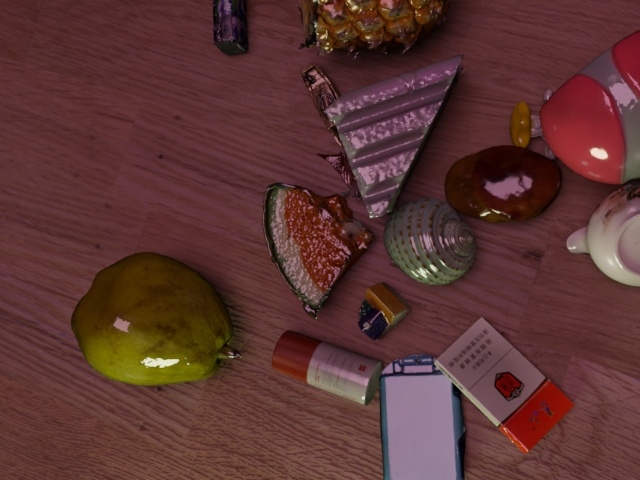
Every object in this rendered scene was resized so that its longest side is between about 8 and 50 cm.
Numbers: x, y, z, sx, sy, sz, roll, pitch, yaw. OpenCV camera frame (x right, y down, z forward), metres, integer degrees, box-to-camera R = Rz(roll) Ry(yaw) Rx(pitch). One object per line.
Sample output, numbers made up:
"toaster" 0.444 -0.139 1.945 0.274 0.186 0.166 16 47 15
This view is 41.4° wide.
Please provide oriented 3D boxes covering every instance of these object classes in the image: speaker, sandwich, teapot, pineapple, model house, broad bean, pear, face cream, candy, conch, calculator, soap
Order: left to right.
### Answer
"pear" -0.342 0.179 1.811 0.375 0.287 0.287 21 91 3
"candy" -0.208 -0.584 1.932 0.061 0.088 0.312 -4 83 14
"sandwich" -0.014 -0.003 1.799 0.212 0.109 0.292 -39 76 4
"face cream" 0.014 0.262 1.762 0.214 0.096 0.095 17 90 20
"pineapple" 0.097 -0.539 1.688 0.300 0.352 0.352 -8 81 -10
"model house" 0.116 0.144 1.737 0.088 0.100 0.100 46 100 17
"soap" 0.191 -0.199 1.698 0.302 0.159 0.257 -20 82 2
"calculator" 0.205 0.377 1.707 0.173 0.051 0.292 -4 83 16
"conch" 0.210 0.017 1.692 0.200 0.131 0.172 -27 113 23
"broad bean" 0.358 -0.112 1.672 0.229 0.122 0.156 4 88 16
"speaker" 0.542 -0.236 1.534 0.295 0.294 0.294 -2 84 19
"teapot" 0.611 -0.018 1.571 0.298 0.139 0.204 -16 106 14

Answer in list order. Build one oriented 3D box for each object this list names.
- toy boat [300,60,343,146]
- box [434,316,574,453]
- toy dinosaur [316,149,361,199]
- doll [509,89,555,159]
"toy boat" 0.016 -0.298 1.831 0.057 0.077 0.200 -30 76 15
"box" 0.355 0.279 1.651 0.139 0.035 0.245 -39 70 -15
"toy dinosaur" 0.079 -0.143 1.818 0.220 0.032 0.108 22 94 22
"doll" 0.437 -0.238 1.690 0.113 0.071 0.135 22 87 12
